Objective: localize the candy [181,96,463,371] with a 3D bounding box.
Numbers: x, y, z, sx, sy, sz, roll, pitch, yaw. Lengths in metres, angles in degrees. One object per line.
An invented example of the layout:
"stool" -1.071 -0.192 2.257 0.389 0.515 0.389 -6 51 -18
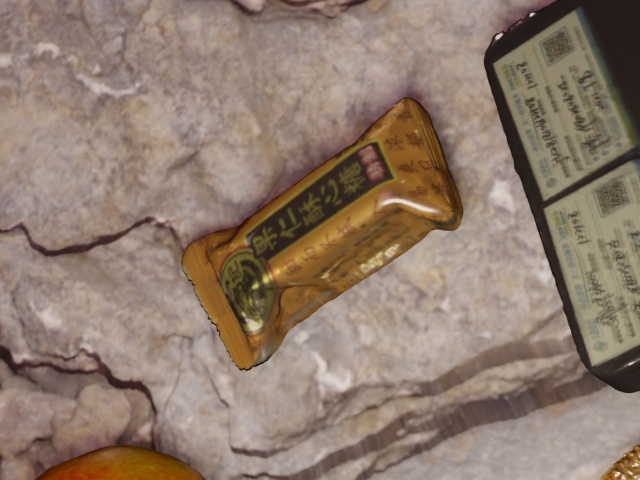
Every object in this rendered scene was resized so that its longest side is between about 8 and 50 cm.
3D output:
"candy" 0.000 0.000 1.652 0.271 0.101 0.143 -33 60 19

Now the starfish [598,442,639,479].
"starfish" 0.314 0.186 1.478 0.247 0.050 0.138 -45 56 -10

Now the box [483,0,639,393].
"box" 0.265 -0.066 1.526 0.211 0.058 0.350 -31 55 26

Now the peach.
"peach" -0.163 0.268 1.602 0.197 0.197 0.197 -6 74 22
